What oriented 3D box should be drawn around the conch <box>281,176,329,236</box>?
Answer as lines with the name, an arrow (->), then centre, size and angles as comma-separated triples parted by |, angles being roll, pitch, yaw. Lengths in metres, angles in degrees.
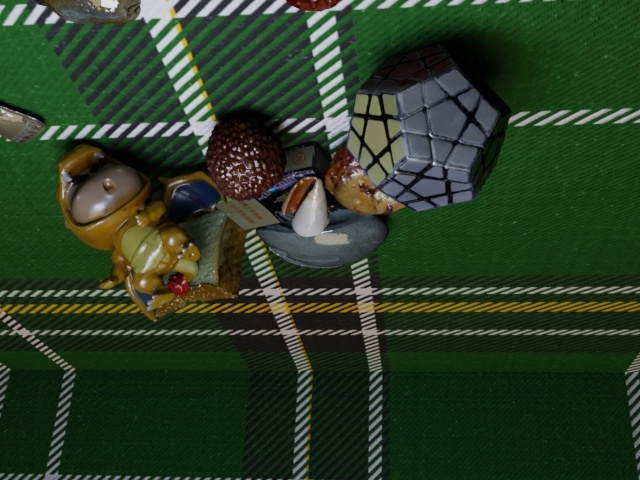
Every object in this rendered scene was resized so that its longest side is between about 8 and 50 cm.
conch -> -0.031, -0.077, 1.866 | 0.094, 0.104, 0.176 | -34, 153, -14

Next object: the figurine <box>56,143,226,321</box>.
figurine -> -0.454, -0.014, 1.919 | 0.268, 0.387, 0.401 | -24, 148, -54

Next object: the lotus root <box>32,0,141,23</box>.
lotus root -> -0.405, -0.421, 1.400 | 0.192, 0.088, 0.113 | 3, 160, 0

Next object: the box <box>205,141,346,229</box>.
box -> -0.106, -0.126, 1.970 | 0.310, 0.084, 0.198 | -11, 150, 25

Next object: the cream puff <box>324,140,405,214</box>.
cream puff -> 0.126, -0.156, 1.809 | 0.240, 0.163, 0.240 | -11, 153, -6

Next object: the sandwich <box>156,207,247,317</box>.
sandwich -> -0.331, 0.049, 2.133 | 0.301, 0.271, 0.099 | -16, 139, 33

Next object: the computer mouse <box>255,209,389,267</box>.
computer mouse -> -0.001, 0.002, 2.186 | 0.374, 0.114, 0.203 | -8, 153, 22

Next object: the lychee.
lychee -> -0.171, -0.182, 1.772 | 0.188, 0.188, 0.188 | 2, 154, 1

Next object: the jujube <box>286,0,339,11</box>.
jujube -> 0.024, -0.446, 1.252 | 0.155, 0.155, 0.230 | 22, 156, -34

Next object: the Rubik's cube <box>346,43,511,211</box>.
Rubik's cube -> 0.208, -0.214, 1.562 | 0.319, 0.319, 0.264 | 26, 119, -39

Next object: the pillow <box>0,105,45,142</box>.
pillow -> -0.723, -0.274, 1.781 | 0.218, 0.033, 0.130 | 25, 147, -38
